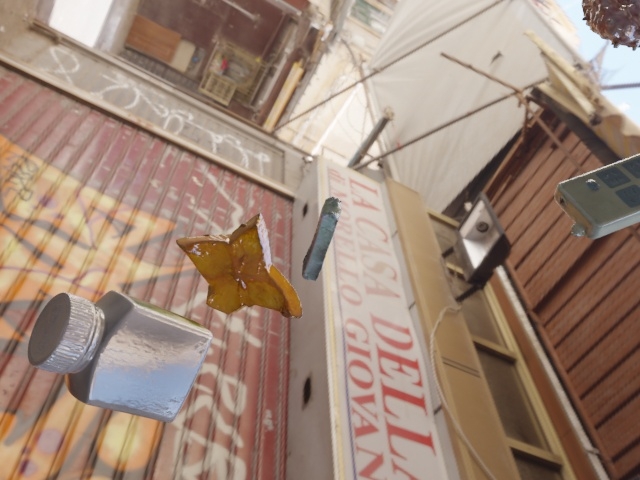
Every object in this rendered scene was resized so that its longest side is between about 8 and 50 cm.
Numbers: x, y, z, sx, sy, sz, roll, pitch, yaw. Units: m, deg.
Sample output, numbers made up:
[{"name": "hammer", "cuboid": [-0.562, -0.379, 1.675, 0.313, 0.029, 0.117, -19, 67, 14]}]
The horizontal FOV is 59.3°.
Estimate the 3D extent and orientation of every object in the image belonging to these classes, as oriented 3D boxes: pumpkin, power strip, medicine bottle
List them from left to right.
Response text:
[{"name": "medicine bottle", "cuboid": [-0.244, 0.135, 0.690, 0.088, 0.188, 0.132, 16, -103, 47]}, {"name": "pumpkin", "cuboid": [-0.207, 0.092, 1.467, 0.258, 0.291, 0.095, -17, -167, 17]}, {"name": "power strip", "cuboid": [0.551, -0.089, 1.000, 0.046, 0.270, 0.118, 79, -11, -52]}]

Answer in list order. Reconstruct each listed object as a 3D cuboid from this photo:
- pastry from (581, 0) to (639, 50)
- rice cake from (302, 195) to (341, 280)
[{"name": "pastry", "cuboid": [0.346, -0.241, 0.465, 0.265, 0.112, 0.103, -31, -114, 16]}, {"name": "rice cake", "cuboid": [0.000, 0.000, 0.967, 0.211, 0.034, 0.043, 109, -9, -54]}]
